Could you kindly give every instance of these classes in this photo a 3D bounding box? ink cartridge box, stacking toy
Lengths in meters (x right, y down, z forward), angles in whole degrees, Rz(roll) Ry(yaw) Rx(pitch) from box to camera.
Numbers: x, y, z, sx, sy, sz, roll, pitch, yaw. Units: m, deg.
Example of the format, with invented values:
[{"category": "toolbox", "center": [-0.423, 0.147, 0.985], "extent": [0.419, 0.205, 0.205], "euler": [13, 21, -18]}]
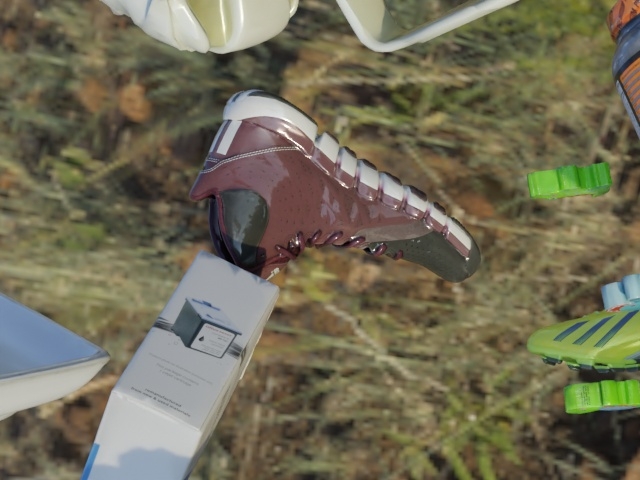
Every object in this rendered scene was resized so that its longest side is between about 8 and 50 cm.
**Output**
[{"category": "ink cartridge box", "center": [-0.115, 0.122, 1.267], "extent": [0.190, 0.082, 0.139], "euler": [-65, -1, -50]}, {"category": "stacking toy", "center": [0.254, 0.030, 1.048], "extent": [0.052, 0.221, 0.167], "euler": [123, 142, -70]}]

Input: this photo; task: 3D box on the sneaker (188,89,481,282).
[{"category": "sneaker", "center": [0.000, 0.000, 1.406], "extent": [0.162, 0.281, 0.106], "euler": [-59, 12, -13]}]

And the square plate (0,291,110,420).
[{"category": "square plate", "center": [-0.371, 0.101, 1.101], "extent": [0.347, 0.344, 0.049], "euler": [16, 115, 58]}]

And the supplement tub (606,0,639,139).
[{"category": "supplement tub", "center": [0.464, -0.152, 1.797], "extent": [0.193, 0.194, 0.316], "euler": [-37, 68, 46]}]

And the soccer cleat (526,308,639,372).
[{"category": "soccer cleat", "center": [0.419, 0.114, 2.044], "extent": [0.289, 0.093, 0.121], "euler": [-2, 84, 10]}]

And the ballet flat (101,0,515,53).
[{"category": "ballet flat", "center": [-0.014, -0.135, 0.613], "extent": [0.400, 0.139, 0.139], "euler": [1, 82, 42]}]
